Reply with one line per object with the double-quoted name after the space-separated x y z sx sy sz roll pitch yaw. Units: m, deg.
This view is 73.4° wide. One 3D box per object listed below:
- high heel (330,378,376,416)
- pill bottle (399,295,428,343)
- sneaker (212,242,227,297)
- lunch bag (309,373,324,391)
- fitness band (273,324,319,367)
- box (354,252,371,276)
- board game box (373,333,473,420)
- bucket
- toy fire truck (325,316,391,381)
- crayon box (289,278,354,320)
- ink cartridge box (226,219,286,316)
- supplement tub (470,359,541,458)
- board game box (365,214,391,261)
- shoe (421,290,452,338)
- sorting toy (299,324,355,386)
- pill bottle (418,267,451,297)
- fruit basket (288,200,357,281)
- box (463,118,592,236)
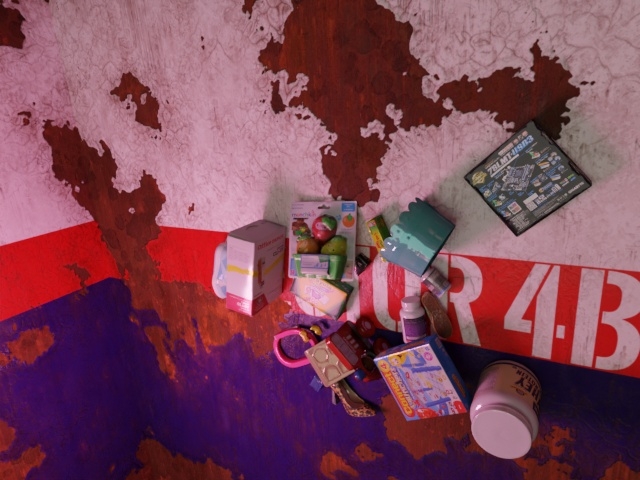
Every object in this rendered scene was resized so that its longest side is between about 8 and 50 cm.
0.158 0.769 2.141 0.261 0.093 0.186 10 113 33 "high heel"
0.399 0.343 1.848 0.108 0.108 0.194 -2 106 30 "pill bottle"
-0.459 0.186 2.273 0.208 0.127 0.319 16 115 26 "sneaker"
-0.006 0.739 2.239 0.065 0.067 0.098 36 122 15 "lunch bag"
-0.132 0.560 2.258 0.290 0.054 0.209 -27 93 34 "fitness band"
0.176 0.108 1.928 0.062 0.052 0.083 41 121 12 "box"
0.422 0.578 1.791 0.302 0.086 0.308 -32 86 41 "board game box"
0.376 -0.005 1.651 0.183 0.281 0.281 35 120 16 "bucket"
0.172 0.511 1.947 0.302 0.254 0.169 51 124 5 "toy fire truck"
0.003 0.235 2.052 0.278 0.081 0.165 30 119 18 "crayon box"
-0.309 0.125 2.073 0.160 0.279 0.385 15 114 24 "ink cartridge box"
0.709 0.636 1.642 0.235 0.325 0.236 10 112 26 "supplement tub"
0.261 -0.010 1.814 0.043 0.092 0.181 -22 95 33 "board game box"
0.495 0.313 1.820 0.076 0.058 0.219 -26 97 14 "shoe"
0.038 0.549 2.140 0.229 0.041 0.307 -33 88 13 "sorting toy"
0.463 0.163 1.767 0.137 0.078 0.078 43 122 11 "pill bottle"
0.000 0.000 1.913 0.326 0.165 0.353 2 93 22 "fruit basket"
0.713 -0.213 1.500 0.293 0.073 0.295 50 124 7 "box"
